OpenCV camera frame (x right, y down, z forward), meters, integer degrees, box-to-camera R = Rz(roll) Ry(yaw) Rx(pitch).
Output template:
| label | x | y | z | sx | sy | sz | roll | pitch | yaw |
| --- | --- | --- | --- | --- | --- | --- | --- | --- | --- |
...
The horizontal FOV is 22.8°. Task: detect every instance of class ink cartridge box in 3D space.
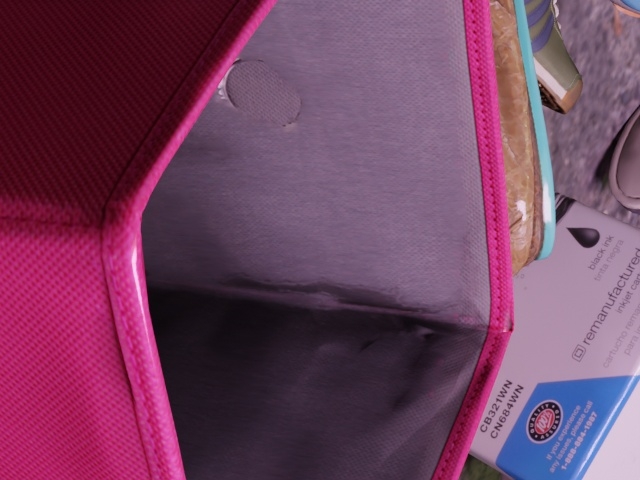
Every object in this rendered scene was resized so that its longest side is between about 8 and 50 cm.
| label | x | y | z | sx | sy | sz | roll | pitch | yaw |
| --- | --- | --- | --- | --- | --- | --- | --- | --- | --- |
| ink cartridge box | 0.109 | 0.049 | 0.886 | 0.086 | 0.203 | 0.148 | 34 | 84 | -50 |

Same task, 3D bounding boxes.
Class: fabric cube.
| label | x | y | z | sx | sy | sz | roll | pitch | yaw |
| --- | --- | --- | --- | --- | --- | --- | --- | --- | --- |
| fabric cube | -0.098 | 0.001 | 0.512 | 0.259 | 0.258 | 0.254 | -62 | 152 | -45 |

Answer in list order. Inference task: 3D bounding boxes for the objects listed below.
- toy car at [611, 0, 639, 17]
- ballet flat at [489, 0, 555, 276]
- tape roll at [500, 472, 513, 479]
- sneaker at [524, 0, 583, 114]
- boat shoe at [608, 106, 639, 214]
| label | x | y | z | sx | sy | sz | roll | pitch | yaw |
| --- | --- | --- | --- | --- | --- | --- | --- | --- | --- |
| toy car | 0.206 | -0.184 | 0.796 | 0.238 | 0.210 | 0.219 | 89 | -3 | -68 |
| ballet flat | 0.039 | -0.146 | 0.748 | 0.124 | 0.116 | 0.342 | -3 | 95 | -8 |
| tape roll | 0.258 | 0.131 | 1.036 | 0.286 | 0.286 | 0.100 | -32 | 133 | -33 |
| sneaker | 0.110 | -0.144 | 0.881 | 0.192 | 0.064 | 0.086 | 32 | 91 | -49 |
| boat shoe | 0.272 | -0.084 | 1.096 | 0.206 | 0.075 | 0.065 | -51 | 138 | -21 |
